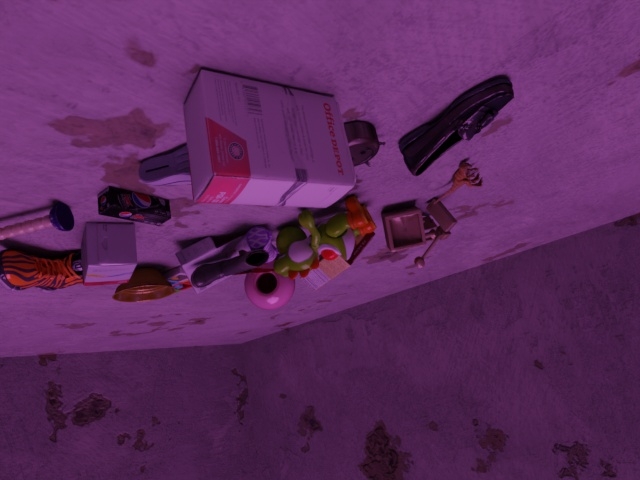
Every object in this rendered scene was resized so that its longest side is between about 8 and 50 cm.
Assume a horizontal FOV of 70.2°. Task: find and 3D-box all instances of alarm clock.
[{"bbox_3d":[0.061,-0.223,1.056,0.129,0.064,0.192,-24,155,33],"label":"alarm clock"}]

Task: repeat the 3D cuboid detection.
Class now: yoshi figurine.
[{"bbox_3d":[-0.014,-0.024,1.505,0.362,0.204,0.203,-32,-162,13],"label":"yoshi figurine"}]

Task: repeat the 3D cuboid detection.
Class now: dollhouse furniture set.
[{"bbox_3d":[0.431,-0.074,1.645,0.123,0.144,0.151,-11,147,-37],"label":"dollhouse furniture set"}]

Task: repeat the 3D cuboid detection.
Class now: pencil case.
[{"bbox_3d":[-0.198,0.016,1.561,0.088,0.087,0.206,-22,165,-7],"label":"pencil case"}]

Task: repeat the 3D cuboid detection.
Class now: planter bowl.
[{"bbox_3d":[-0.649,0.155,1.671,0.217,0.091,0.217,-12,162,-4],"label":"planter bowl"}]

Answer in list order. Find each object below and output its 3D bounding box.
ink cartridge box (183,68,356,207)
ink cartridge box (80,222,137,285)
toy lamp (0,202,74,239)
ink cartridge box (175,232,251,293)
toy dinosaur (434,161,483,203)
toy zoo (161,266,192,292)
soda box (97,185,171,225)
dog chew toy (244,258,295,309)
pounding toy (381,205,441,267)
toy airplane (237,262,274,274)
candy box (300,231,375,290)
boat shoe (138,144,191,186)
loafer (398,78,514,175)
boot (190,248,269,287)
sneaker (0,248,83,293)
[{"bbox_3d":[-0.094,-0.175,0.853,0.282,0.208,0.117,0,159,-33],"label":"ink cartridge box"},{"bbox_3d":[-0.604,0.040,1.295,0.127,0.128,0.176,-1,159,-31],"label":"ink cartridge box"},{"bbox_3d":[-0.744,-0.022,1.102,0.274,0.080,0.080,-13,162,4],"label":"toy lamp"},{"bbox_3d":[-0.362,0.067,1.604,0.238,0.060,0.275,-29,159,-17],"label":"ink cartridge box"},{"bbox_3d":[0.441,-0.188,1.428,0.112,0.064,0.212,7,151,-1],"label":"toy dinosaur"},{"bbox_3d":[-0.568,0.159,1.830,0.293,0.030,0.192,-20,160,23],"label":"toy zoo"},{"bbox_3d":[-0.462,-0.083,1.139,0.060,0.053,0.168,-24,159,31],"label":"soda box"},{"bbox_3d":[-0.198,0.190,1.914,0.206,0.207,0.332,-13,170,2],"label":"dog chew toy"},{"bbox_3d":[0.325,-0.011,1.610,0.180,0.206,0.094,-12,-167,0],"label":"pounding toy"},{"bbox_3d":[-0.223,0.097,1.567,0.151,0.028,0.151,-6,-177,0],"label":"toy airplane"},{"bbox_3d":[0.059,0.062,1.715,0.183,0.087,0.316,-48,-178,-33],"label":"candy box"},{"bbox_3d":[-0.282,-0.165,0.999,0.226,0.083,0.076,-4,175,14],"label":"boat shoe"},{"bbox_3d":[0.321,-0.253,1.069,0.109,0.095,0.302,5,155,-42],"label":"loafer"},{"bbox_3d":[-0.291,0.089,1.458,0.208,0.076,0.189,-7,-162,45],"label":"boot"},{"bbox_3d":[-0.784,0.073,1.331,0.179,0.125,0.321,-15,173,-5],"label":"sneaker"}]
